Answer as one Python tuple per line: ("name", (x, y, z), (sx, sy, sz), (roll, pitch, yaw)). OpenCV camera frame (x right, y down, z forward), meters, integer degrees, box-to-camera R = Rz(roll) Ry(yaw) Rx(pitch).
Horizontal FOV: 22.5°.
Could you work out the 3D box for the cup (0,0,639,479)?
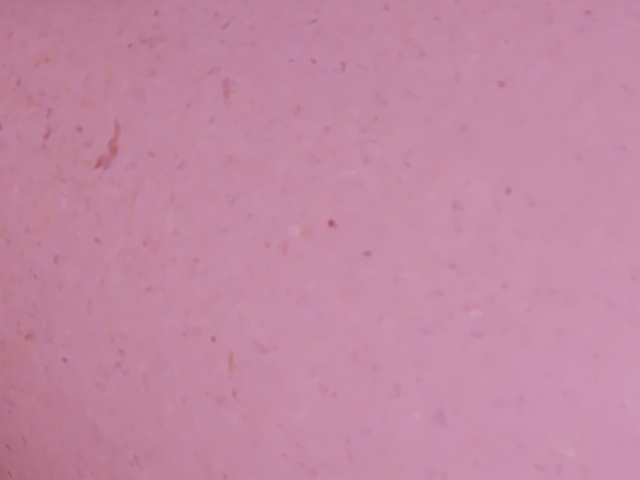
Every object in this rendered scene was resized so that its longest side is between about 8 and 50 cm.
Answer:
("cup", (0.000, 0.000, 0.499), (0.237, 0.331, 0.331), (26, 143, 2))
